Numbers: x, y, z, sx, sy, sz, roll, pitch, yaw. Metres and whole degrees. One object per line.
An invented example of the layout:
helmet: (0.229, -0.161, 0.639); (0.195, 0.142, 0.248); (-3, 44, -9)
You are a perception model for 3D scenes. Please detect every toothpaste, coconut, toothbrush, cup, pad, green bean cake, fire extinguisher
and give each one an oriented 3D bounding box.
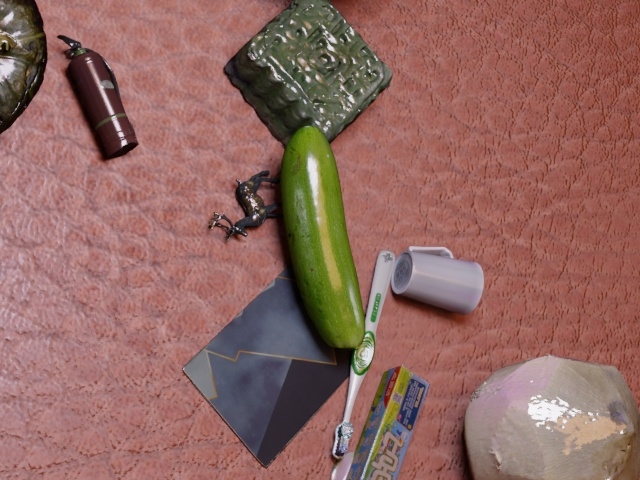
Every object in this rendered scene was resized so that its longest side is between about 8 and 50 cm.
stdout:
toothpaste: (0.074, 0.250, 1.707); (0.070, 0.044, 0.193); (34, 58, -19)
coconut: (0.309, 0.256, 1.742); (0.227, 0.230, 0.227); (11, 68, -28)
toothbrush: (0.056, 0.142, 1.744); (0.030, 0.030, 0.304); (28, 57, -22)
cup: (0.157, 0.045, 1.827); (0.116, 0.074, 0.104); (14, 42, -23)
pad: (-0.048, 0.148, 1.690); (0.164, 0.004, 0.243); (51, 55, -8)
green bean cake: (-0.010, -0.225, 1.791); (0.181, 0.094, 0.173); (50, 55, -7)
fire extinguisher: (-0.269, -0.181, 1.643); (0.157, 0.045, 0.078); (65, 26, 4)

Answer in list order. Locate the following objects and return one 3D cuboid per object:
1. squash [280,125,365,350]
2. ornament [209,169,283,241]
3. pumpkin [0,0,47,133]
squash: (-0.002, 0.000, 1.708); (0.082, 0.082, 0.293); (-9, 88, -35)
ornament: (-0.097, -0.043, 1.712); (0.125, 0.028, 0.073); (-24, 88, -38)
pumpkin: (-0.411, -0.217, 1.476); (0.238, 0.159, 0.238); (9, 78, -49)
